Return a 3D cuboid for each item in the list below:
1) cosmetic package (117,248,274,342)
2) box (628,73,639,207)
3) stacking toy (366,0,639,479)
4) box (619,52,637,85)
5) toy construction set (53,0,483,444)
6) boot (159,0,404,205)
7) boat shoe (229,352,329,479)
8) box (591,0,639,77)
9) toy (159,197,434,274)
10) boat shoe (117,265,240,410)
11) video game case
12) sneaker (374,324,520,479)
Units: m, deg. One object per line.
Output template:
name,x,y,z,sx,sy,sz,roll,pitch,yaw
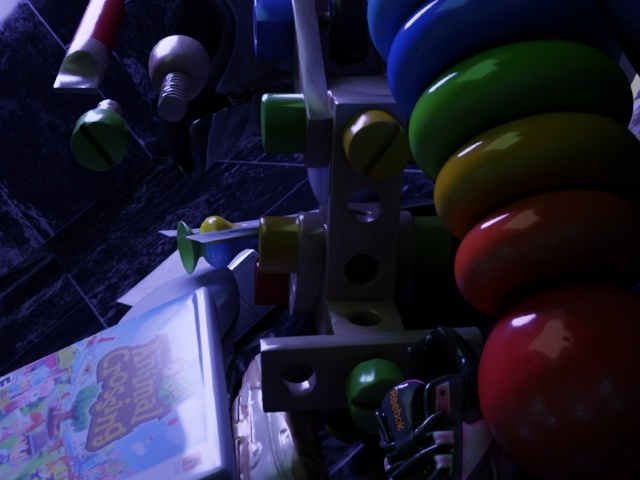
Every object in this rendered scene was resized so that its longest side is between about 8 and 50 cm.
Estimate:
cosmetic package,-0.123,0.058,1.015,0.099,0.060,0.239,-40,15,-17
box,0.228,-0.077,0.592,0.058,0.087,0.232,-26,20,42
stacking toy,0.097,-0.051,0.479,0.141,0.141,0.330,-27,60,33
box,0.256,-0.224,0.803,0.290,0.169,0.087,-36,13,9
toy construction set,-0.012,-0.024,0.599,0.257,0.309,0.237,-59,17,26
boot,-0.034,-0.107,0.849,0.223,0.118,0.338,-32,-32,-26
boat shoe,-0.038,0.122,0.640,0.059,0.063,0.170,-31,16,1
box,0.271,-0.257,0.271,0.472,0.480,0.297,-36,16,6
toy,0.000,0.000,0.839,0.237,0.056,0.137,-5,5,-22
boat shoe,-0.104,0.113,0.765,0.096,0.088,0.267,-16,26,9
video game case,-0.150,0.123,0.649,0.193,0.023,0.212,-24,27,3
sneaker,0.051,0.105,0.466,0.072,0.077,0.178,-32,17,22
